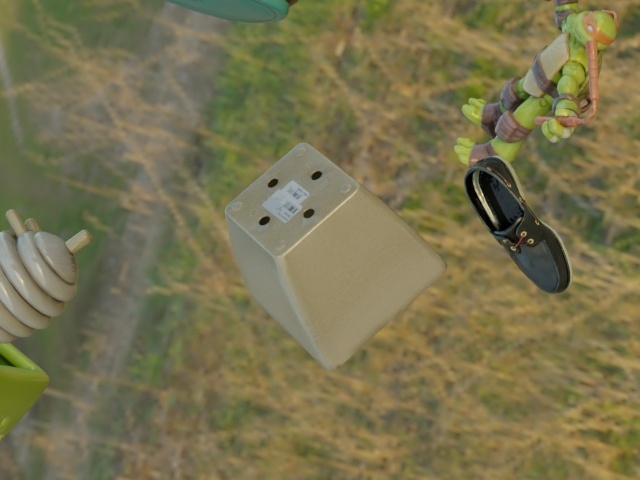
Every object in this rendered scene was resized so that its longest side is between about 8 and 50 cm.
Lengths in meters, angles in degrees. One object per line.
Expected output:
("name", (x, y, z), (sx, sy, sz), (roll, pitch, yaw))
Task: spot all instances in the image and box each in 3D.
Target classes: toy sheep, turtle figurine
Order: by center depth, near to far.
("toy sheep", (-0.233, 0.030, 1.218), (0.132, 0.091, 0.091), (-36, 31, 11))
("turtle figurine", (0.224, -0.167, 1.542), (0.217, 0.087, 0.269), (-46, 31, 43))

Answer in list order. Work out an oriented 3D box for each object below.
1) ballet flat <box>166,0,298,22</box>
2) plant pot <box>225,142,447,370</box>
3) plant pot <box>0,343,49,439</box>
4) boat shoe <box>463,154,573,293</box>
("ballet flat", (-0.189, -0.246, 0.861), (0.164, 0.483, 0.182), (8, 91, 50))
("plant pot", (0.000, 0.000, 1.061), (0.109, 0.096, 0.109), (-41, 44, -8))
("plant pot", (-0.410, 0.130, 1.348), (0.207, 0.227, 0.228), (-55, -19, 1))
("boat shoe", (0.166, -0.009, 1.340), (0.049, 0.133, 0.042), (-33, -2, 36))
